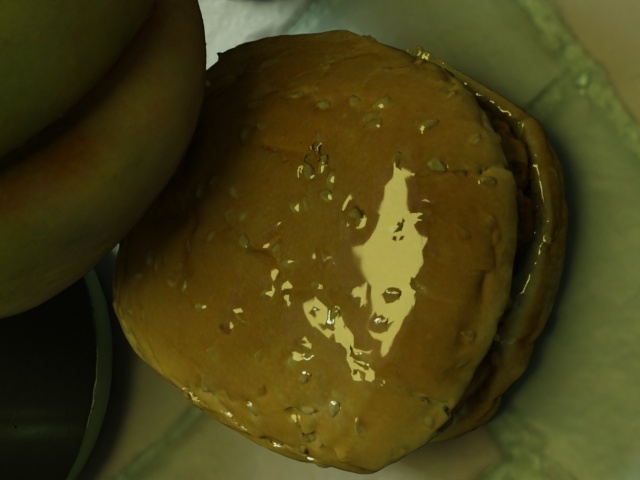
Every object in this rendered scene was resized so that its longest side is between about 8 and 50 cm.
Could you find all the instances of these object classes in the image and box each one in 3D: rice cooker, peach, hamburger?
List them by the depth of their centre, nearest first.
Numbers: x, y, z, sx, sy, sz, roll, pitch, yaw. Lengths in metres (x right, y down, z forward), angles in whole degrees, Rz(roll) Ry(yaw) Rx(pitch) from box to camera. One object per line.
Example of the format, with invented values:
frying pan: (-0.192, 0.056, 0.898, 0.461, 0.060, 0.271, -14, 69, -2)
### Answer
peach: (-0.206, -0.101, 0.930, 0.247, 0.292, 0.292, 10, 91, 41)
hamburger: (0.000, 0.001, 0.999, 0.283, 0.145, 0.259, 15, 97, 43)
rice cooker: (-0.321, 0.080, 1.145, 0.288, 0.277, 0.288, -5, 81, 38)
